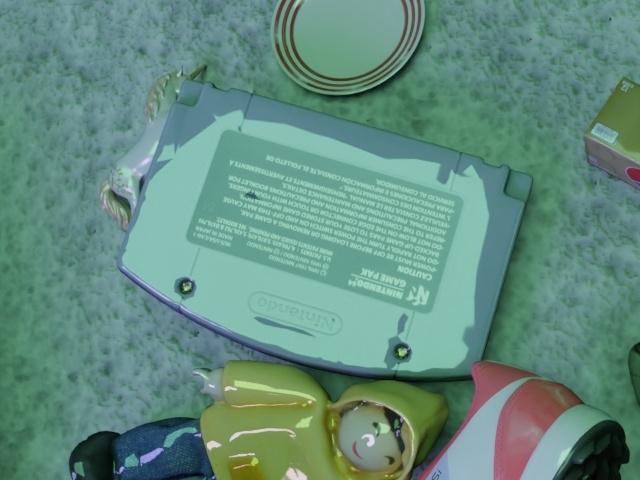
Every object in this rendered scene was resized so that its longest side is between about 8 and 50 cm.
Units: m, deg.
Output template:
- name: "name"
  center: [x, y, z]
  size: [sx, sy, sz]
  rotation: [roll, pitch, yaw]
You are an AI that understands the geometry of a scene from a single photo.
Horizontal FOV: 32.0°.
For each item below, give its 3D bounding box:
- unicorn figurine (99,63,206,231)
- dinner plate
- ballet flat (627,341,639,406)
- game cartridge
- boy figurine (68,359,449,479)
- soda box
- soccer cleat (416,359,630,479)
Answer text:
- name: "unicorn figurine"
  center: [-0.135, -0.077, 0.975]
  size: [0.162, 0.060, 0.111]
  rotation: [-42, 71, -3]
- name: "dinner plate"
  center: [0.025, -0.192, 0.988]
  size: [0.141, 0.017, 0.141]
  rotation: [-5, 71, 14]
- name: "ballet flat"
  center: [0.331, 0.093, 0.795]
  size: [0.213, 0.072, 0.068]
  rotation: [-7, 99, 15]
- name: "game cartridge"
  center: [0.000, 0.000, 0.887]
  size: [0.297, 0.062, 0.198]
  rotation: [17, 82, 7]
- name: "boy figurine"
  center: [-0.039, 0.175, 0.846]
  size: [0.285, 0.092, 0.177]
  rotation: [-13, 88, 16]
- name: "soda box"
  center: [0.293, -0.050, 0.843]
  size: [0.181, 0.061, 0.058]
  rotation: [33, 84, 23]
- name: "soccer cleat"
  center: [0.090, 0.236, 0.776]
  size: [0.116, 0.108, 0.318]
  rotation: [34, 101, 40]
